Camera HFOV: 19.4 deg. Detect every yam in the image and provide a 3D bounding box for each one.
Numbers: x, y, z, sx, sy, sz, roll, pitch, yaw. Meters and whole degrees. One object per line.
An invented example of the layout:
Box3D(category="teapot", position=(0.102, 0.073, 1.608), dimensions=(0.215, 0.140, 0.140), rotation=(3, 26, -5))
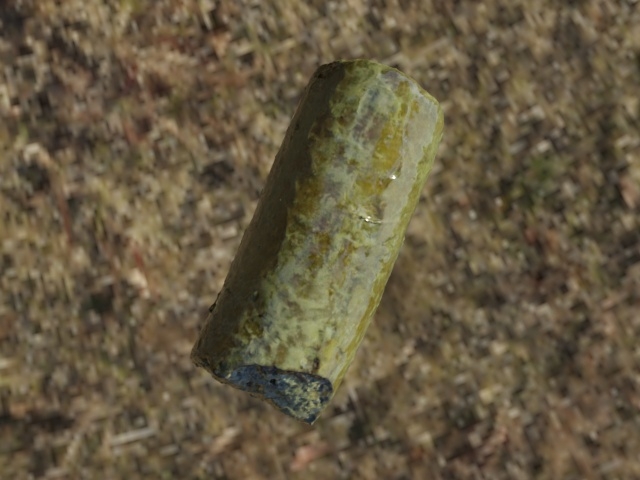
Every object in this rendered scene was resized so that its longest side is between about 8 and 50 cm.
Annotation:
Box3D(category="yam", position=(0.000, 0.000, 0.500), dimensions=(0.043, 0.043, 0.094), rotation=(26, 84, -36))
